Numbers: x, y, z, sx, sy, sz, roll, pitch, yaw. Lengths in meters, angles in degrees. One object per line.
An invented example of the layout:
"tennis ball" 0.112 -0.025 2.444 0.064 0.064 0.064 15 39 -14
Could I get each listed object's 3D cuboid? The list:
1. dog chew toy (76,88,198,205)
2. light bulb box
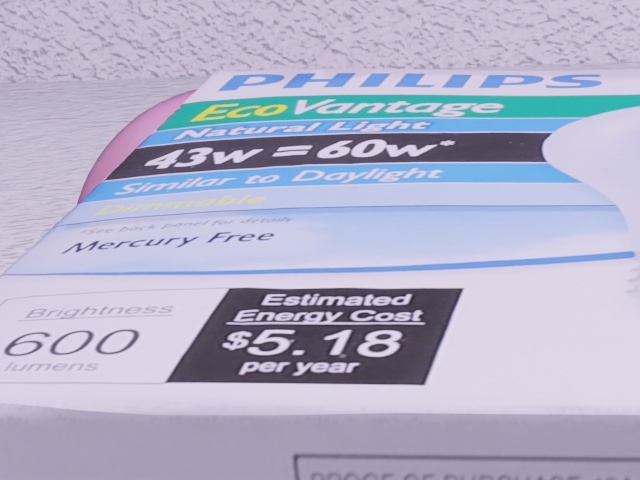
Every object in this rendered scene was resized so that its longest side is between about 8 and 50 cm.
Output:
"dog chew toy" 0.000 0.000 1.259 0.207 0.206 0.332 8 10 39
"light bulb box" 0.094 0.084 0.663 0.358 0.225 0.361 -1 19 13
